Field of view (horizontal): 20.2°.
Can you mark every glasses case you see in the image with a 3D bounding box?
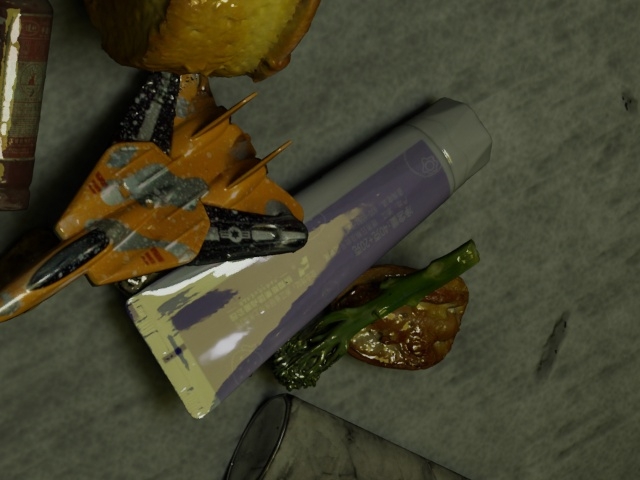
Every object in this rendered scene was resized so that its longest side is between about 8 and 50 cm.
[{"bbox_3d":[0.051,0.244,1.701,0.299,0.060,0.114,28,86,-34],"label":"glasses case"}]

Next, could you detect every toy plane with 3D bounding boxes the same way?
[{"bbox_3d":[-0.162,-0.009,1.452,0.316,0.103,0.204,-37,94,-28],"label":"toy plane"}]

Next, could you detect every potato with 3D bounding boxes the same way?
[{"bbox_3d":[-0.239,0.025,1.478,0.051,0.040,0.083,41,76,-22],"label":"potato"}]

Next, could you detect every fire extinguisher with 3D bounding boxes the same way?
[{"bbox_3d":[-0.234,-0.148,1.407,0.106,0.075,0.252,10,97,7],"label":"fire extinguisher"}]

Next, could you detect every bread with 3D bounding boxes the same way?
[{"bbox_3d":[-0.099,-0.247,1.383,0.146,0.268,0.268,-3,103,-29],"label":"bread"}]

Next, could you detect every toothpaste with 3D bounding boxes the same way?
[{"bbox_3d":[0.000,0.000,1.586,0.371,0.080,0.125,-38,110,-24],"label":"toothpaste"}]

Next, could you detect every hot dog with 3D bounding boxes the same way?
[{"bbox_3d":[0.077,0.068,1.674,0.147,0.065,0.099,9,106,-35],"label":"hot dog"}]

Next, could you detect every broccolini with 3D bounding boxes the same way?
[{"bbox_3d":[0.052,0.069,1.606,0.216,0.067,0.058,-28,103,8],"label":"broccolini"}]

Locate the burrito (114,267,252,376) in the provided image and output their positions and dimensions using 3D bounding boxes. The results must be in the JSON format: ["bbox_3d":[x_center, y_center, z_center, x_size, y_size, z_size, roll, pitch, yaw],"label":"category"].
[{"bbox_3d":[-0.109,0.063,1.570,0.171,0.042,0.051,37,77,-30],"label":"burrito"}]
